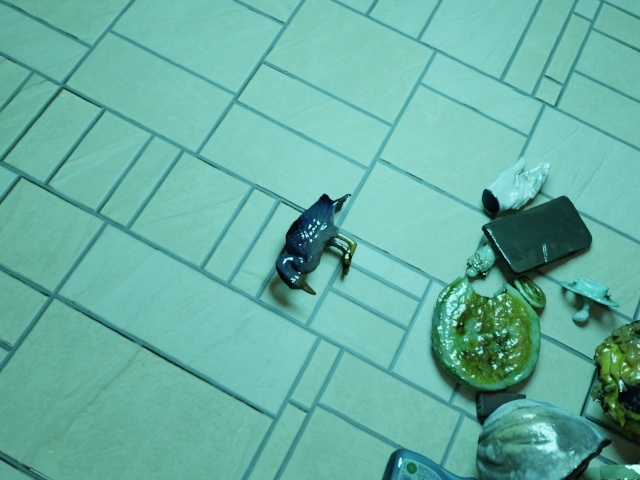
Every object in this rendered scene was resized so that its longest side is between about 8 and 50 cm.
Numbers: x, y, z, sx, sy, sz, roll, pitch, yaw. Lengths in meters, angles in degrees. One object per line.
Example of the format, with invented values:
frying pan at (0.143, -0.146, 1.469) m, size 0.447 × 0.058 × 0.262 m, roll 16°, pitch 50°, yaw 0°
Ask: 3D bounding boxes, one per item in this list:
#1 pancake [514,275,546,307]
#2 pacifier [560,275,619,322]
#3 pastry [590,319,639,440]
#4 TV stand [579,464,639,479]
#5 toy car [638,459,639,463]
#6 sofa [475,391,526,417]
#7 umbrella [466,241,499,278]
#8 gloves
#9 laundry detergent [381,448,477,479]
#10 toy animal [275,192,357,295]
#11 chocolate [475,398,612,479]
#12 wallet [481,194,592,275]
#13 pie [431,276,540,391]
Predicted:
pancake at (0.548, 0.132, 1.605) m, size 0.108 × 0.017 × 0.108 m, roll 27°, pitch 34°, yaw -20°
pacifier at (0.693, 0.158, 1.606) m, size 0.150 × 0.127 × 0.116 m, roll 21°, pitch 105°, yaw 19°
pastry at (0.866, 0.316, 1.454) m, size 0.405 × 0.292 × 0.337 m, roll 12°, pitch 58°, yaw 8°
TV stand at (0.718, 0.537, 1.415) m, size 0.249 × 0.042 × 0.036 m, roll -11°, pitch 52°, yaw 27°
toy car at (0.792, 0.638, 1.413) m, size 0.193 × 0.118 × 0.301 m, roll 26°, pitch 72°, yaw 24°
sofa at (0.443, 0.403, 1.506) m, size 0.118 × 0.039 × 0.060 m, roll 3°, pitch 70°, yaw -6°
umbrella at (0.437, 0.048, 1.632) m, size 0.143 × 0.062 × 0.067 m, roll -43°, pitch 110°, yaw -19°
gloves at (0.541, -0.154, 1.697) m, size 0.229 × 0.097 × 0.119 m, roll -31°, pitch 80°, yaw -11°
laundry detergent at (0.283, 0.589, 1.396) m, size 0.290 × 0.094 × 0.143 m, roll 24°, pitch 63°, yaw 0°
toy animal at (0.000, 0.000, 1.566) m, size 0.186 × 0.122 × 0.298 m, roll 15°, pitch 67°, yaw 0°
chocolate at (0.459, 0.473, 1.375) m, size 0.303 × 0.303 × 0.213 m, roll -32°, pitch 56°, yaw -16°
wallet at (0.589, -0.016, 1.651) m, size 0.310 × 0.042 × 0.165 m, roll -17°, pitch 68°, yaw -25°
pie at (0.415, 0.234, 1.549) m, size 0.303 × 0.067 × 0.302 m, roll 3°, pitch 70°, yaw -8°
